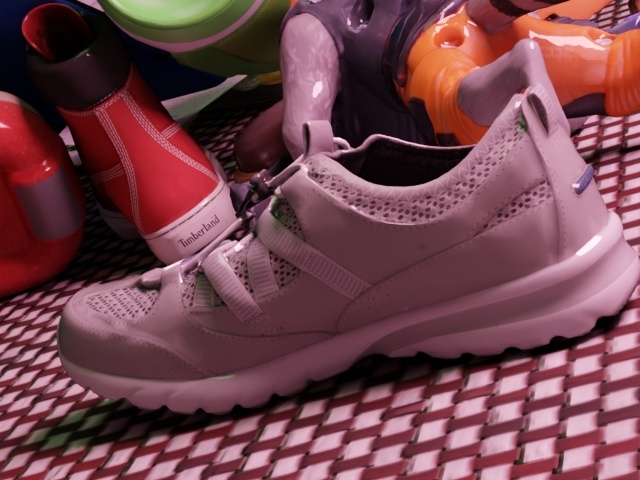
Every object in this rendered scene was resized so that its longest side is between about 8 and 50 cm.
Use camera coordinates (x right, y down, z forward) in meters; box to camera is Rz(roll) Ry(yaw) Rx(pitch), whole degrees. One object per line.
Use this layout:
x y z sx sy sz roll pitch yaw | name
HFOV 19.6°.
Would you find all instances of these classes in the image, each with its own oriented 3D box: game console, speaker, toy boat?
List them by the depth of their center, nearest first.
-0.260 0.013 1.179 0.231 0.151 0.151 -19 42 -2 | toy boat
-0.066 -0.179 1.229 0.131 0.131 0.296 -17 -1 9 | speaker
-0.251 -0.176 1.349 0.173 0.250 0.293 -43 -22 13 | game console

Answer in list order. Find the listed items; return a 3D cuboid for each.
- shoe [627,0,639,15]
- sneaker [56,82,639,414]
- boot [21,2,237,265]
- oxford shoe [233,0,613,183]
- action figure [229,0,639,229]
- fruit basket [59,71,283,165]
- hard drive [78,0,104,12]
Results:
0.275 -0.185 1.374 0.076 0.058 0.219 19 31 15 | shoe
0.000 0.000 0.848 0.281 0.115 0.105 -14 14 21 | sneaker
-0.141 -0.086 1.248 0.088 0.176 0.244 -37 14 -7 | boot
0.072 -0.165 1.295 0.363 0.133 0.130 -36 17 -7 | oxford shoe
0.113 -0.126 1.102 0.341 0.179 0.330 -28 25 -32 | action figure
-0.121 -0.145 1.629 0.327 0.165 0.353 -5 35 48 | fruit basket
-0.271 -0.158 1.635 0.353 0.047 0.233 -37 23 21 | hard drive
